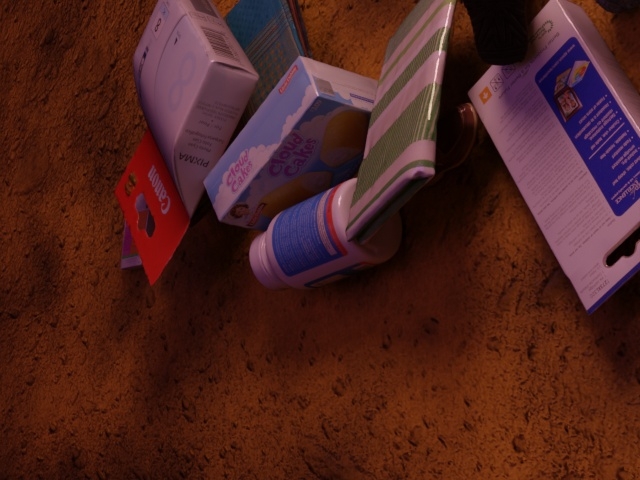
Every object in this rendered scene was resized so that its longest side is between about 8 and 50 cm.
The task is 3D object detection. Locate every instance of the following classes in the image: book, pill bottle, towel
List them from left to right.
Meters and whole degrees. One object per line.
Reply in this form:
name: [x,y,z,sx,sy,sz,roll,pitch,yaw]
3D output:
book: [-0.315,-0.022,2.402,0.096,0.035,0.144,-7,75,53]
towel: [-0.136,-0.223,2.156,0.370,0.040,0.271,-41,52,38]
pill bottle: [0.000,0.000,1.931,0.221,0.124,0.124,-22,64,45]
towel: [0.115,-0.177,1.779,0.248,0.038,0.325,131,155,-61]

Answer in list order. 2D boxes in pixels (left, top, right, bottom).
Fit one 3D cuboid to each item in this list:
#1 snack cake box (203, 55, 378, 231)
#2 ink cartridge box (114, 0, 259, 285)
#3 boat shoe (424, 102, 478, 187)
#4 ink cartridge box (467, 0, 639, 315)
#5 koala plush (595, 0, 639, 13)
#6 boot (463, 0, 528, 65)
snack cake box: [-0.031,-0.129,1.979,0.264,0.152,0.089,-50,46,32]
ink cartridge box: [-0.249,-0.171,2.139,0.385,0.091,0.308,-60,32,21]
boat shoe: [0.148,-0.120,1.792,0.178,0.060,0.064,132,131,-56]
ink cartridge box: [0.312,-0.103,1.620,0.176,0.069,0.371,-48,45,31]
koala plush: [0.312,-0.406,1.568,0.203,0.221,0.196,-46,48,34]
boot: [0.206,-0.382,1.669,0.236,0.089,0.269,83,-173,-54]
